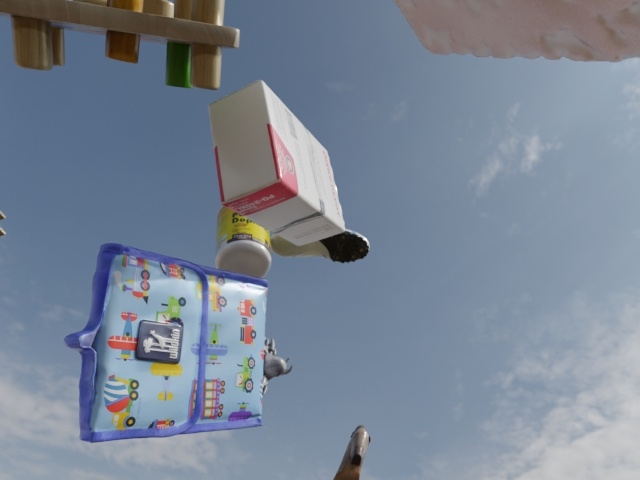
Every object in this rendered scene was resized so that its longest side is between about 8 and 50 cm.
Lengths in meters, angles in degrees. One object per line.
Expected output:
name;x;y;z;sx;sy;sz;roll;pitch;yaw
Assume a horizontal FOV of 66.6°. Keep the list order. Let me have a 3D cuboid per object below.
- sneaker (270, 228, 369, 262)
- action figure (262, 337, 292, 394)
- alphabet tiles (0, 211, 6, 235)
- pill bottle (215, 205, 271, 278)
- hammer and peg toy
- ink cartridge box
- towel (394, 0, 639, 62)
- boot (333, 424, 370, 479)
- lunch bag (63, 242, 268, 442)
sneaker;0.000;0.000;1.109;0.238;0.086;0.085;4;-67;22
action figure;-0.179;0.276;0.925;0.285;0.185;0.099;-21;-79;14
alphabet tiles;-0.882;-0.070;1.162;0.238;0.009;0.198;-14;-53;16
pill bottle;-0.172;-0.016;1.084;0.118;0.214;0.117;-5;-49;-6
hammer and peg toy;-0.279;-0.287;0.662;0.266;0.361;0.127;-1;-70;-24
ink cartridge box;-0.061;-0.107;0.774;0.100;0.171;0.237;-19;-23;19
towel;0.082;-0.210;0.212;0.053;0.332;0.317;-50;-56;-1
boot;0.058;0.399;0.887;0.042;0.087;0.118;26;-76;3
lunch bag;-0.206;0.139;0.650;0.138;0.220;0.293;-7;-18;26
